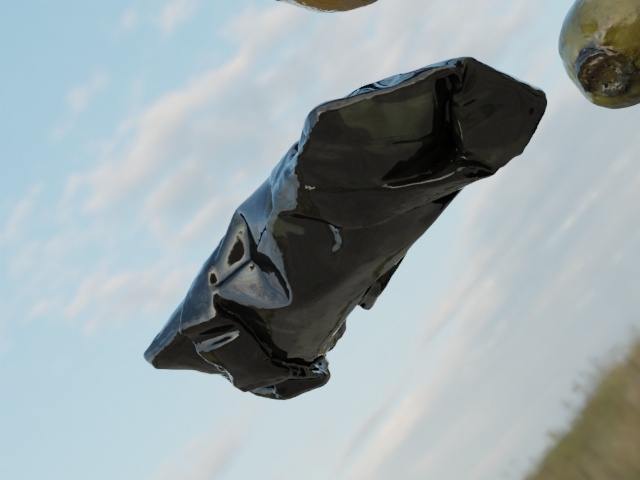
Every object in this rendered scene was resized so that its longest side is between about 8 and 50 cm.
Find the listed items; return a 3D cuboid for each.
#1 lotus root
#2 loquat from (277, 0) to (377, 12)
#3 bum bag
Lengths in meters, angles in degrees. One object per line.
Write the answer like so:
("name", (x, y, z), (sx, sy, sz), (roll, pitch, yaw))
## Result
("lotus root", (0.372, -0.260, 2.005), (0.278, 0.154, 0.154), (-45, -11, -38))
("loquat", (0.024, -0.339, 1.835), (0.234, 0.176, 0.187), (-45, 23, -21))
("bum bag", (0.000, 0.000, 1.026), (0.144, 0.095, 0.340), (-2, -31, -29))
